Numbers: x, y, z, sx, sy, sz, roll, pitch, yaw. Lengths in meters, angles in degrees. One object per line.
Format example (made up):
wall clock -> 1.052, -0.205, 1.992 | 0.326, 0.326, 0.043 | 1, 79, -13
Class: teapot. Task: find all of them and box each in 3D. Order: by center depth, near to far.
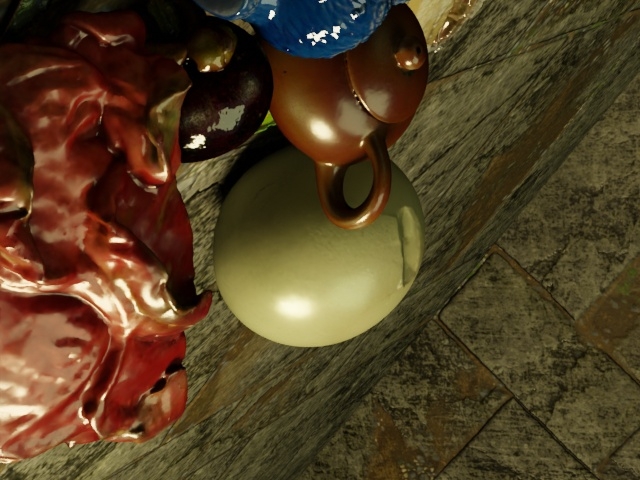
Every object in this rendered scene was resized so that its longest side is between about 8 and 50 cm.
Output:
teapot -> 0.034, -0.136, 1.304 | 0.135, 0.252, 0.178 | -5, 174, 45

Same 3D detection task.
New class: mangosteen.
mangosteen -> -0.104, -0.127, 1.137 | 0.140, 0.140, 0.140 | -42, 167, -12

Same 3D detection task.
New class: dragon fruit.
dragon fruit -> -0.201, 0.027, 1.035 | 0.329, 0.228, 0.286 | -49, 165, 33

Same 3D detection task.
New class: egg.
egg -> 0.000, 0.000, 1.608 | 0.219, 0.219, 0.269 | -55, 179, 35

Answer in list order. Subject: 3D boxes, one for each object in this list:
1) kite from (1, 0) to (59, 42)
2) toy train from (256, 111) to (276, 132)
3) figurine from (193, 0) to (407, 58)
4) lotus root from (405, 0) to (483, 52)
kite -> -0.146, -0.202, 0.997 | 0.232, 0.009, 0.189 | -42, 168, -10
toy train -> -0.029, -0.154, 1.403 | 0.202, 0.060, 0.081 | -30, 168, -47
figurine -> 0.014, -0.203, 1.159 | 0.164, 0.120, 0.262 | -5, -173, 44
lotus root -> 0.105, -0.274, 1.431 | 0.167, 0.078, 0.329 | -23, 162, -18
